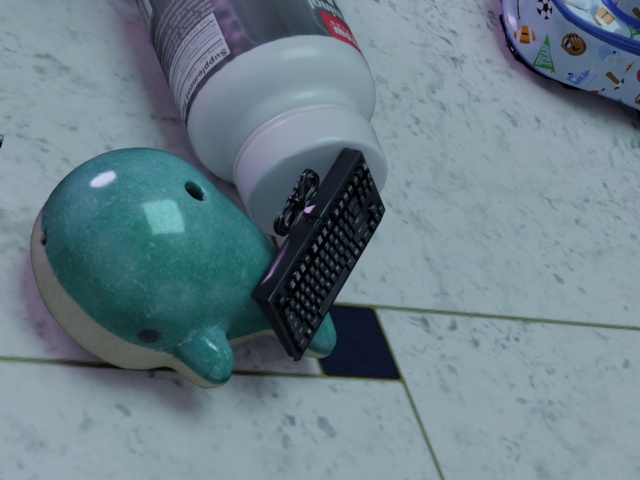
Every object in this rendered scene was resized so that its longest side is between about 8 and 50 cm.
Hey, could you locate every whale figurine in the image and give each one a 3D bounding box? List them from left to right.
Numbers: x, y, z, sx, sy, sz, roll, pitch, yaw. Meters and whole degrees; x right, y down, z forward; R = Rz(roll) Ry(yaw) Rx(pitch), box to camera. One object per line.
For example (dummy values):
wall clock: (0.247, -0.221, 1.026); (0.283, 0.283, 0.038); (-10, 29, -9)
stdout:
whale figurine: (-0.092, 0.015, 1.281); (0.272, 0.141, 0.216); (15, 41, -32)

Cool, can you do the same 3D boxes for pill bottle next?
pill bottle: (-0.054, -0.161, 1.471); (0.176, 0.176, 0.319); (4, 47, -34)

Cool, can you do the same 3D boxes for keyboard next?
keyboard: (0.000, 0.000, 1.296); (0.108, 0.023, 0.180); (61, 43, -33)

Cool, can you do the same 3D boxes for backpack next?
backpack: (0.350, -0.284, 1.899); (0.263, 0.213, 0.277); (7, 48, -17)

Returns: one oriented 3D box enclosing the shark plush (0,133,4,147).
shark plush: (-0.336, -0.097, 1.277); (0.161, 0.067, 0.073); (26, 38, -12)
